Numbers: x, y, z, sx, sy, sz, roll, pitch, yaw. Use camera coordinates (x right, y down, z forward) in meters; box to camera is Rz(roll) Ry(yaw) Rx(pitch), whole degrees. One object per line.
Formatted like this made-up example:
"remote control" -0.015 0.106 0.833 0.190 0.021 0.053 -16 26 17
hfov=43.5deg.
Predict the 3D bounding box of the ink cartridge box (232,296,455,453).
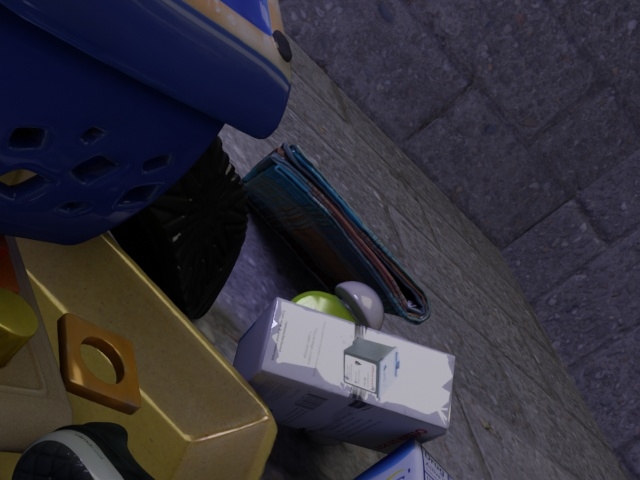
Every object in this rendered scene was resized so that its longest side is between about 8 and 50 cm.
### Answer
"ink cartridge box" 0.016 0.141 0.795 0.190 0.139 0.082 18 61 -14

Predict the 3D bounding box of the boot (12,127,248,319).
"boot" -0.218 -0.075 0.794 0.260 0.131 0.348 22 -30 19

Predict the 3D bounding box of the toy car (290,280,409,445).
"toy car" 0.018 0.149 0.955 0.182 0.159 0.136 55 -17 13

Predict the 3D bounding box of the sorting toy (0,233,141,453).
"sorting toy" -0.224 0.019 0.454 0.347 0.047 0.196 28 29 -52

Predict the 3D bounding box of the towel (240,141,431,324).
"towel" 0.000 0.000 1.093 0.271 0.040 0.370 49 -11 -8

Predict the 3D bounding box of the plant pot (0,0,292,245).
"plant pot" -0.154 -0.149 0.445 0.236 0.212 0.236 20 55 -59

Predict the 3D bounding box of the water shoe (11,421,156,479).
"water shoe" -0.082 0.183 0.436 0.203 0.073 0.080 55 13 7

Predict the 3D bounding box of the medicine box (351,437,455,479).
"medicine box" 0.112 0.369 0.685 0.263 0.149 0.289 47 17 -12

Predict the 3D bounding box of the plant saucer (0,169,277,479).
"plant saucer" -0.193 0.111 0.559 0.333 0.081 0.333 48 17 -8
